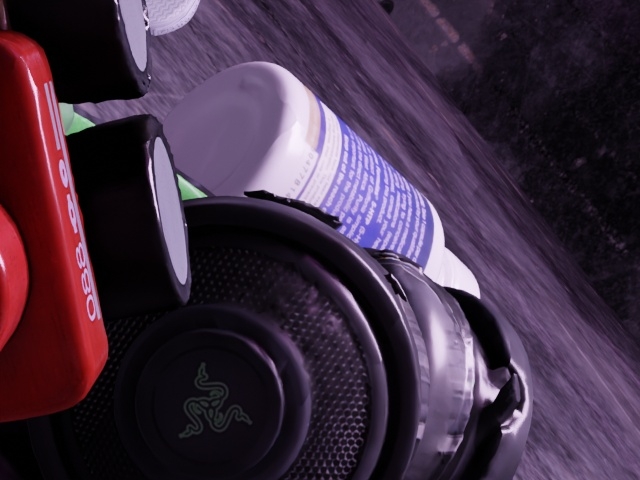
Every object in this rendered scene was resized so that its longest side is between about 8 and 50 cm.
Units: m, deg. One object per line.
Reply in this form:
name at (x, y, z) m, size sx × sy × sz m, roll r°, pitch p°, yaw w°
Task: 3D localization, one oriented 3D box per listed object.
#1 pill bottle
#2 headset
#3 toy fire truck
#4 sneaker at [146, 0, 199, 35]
pill bottle at (0.000, 0.000, 0.910) m, size 0.187 × 0.112 × 0.112 m, roll 40°, pitch 14°, yaw -36°
headset at (0.015, 0.041, 0.632) m, size 0.394 × 0.185 × 0.243 m, roll 41°, pitch 7°, yaw 25°
toy fire truck at (-0.132, -0.046, 0.376) m, size 0.246 × 0.158 × 0.217 m, roll -85°, pitch 166°, yaw -79°
sneaker at (-0.180, -0.235, 1.140) m, size 0.258 × 0.094 × 0.091 m, roll 52°, pitch -8°, yaw -1°
